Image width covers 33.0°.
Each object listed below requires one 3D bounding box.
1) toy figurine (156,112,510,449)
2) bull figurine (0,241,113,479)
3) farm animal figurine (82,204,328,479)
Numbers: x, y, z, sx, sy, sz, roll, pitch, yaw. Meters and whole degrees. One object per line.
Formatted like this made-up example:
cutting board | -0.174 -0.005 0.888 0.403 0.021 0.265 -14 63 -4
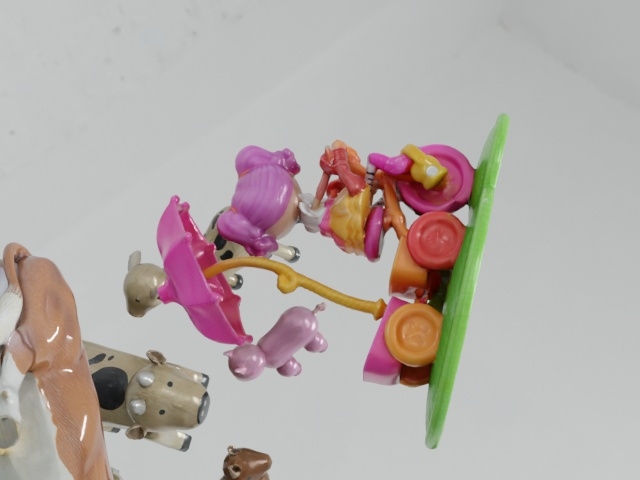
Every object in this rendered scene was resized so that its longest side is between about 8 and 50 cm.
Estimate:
toy figurine | 0.000 0.000 0.539 0.159 0.173 0.130 13 -18 7
bull figurine | -0.195 0.160 0.744 0.188 0.101 0.310 -66 143 -77
farm animal figurine | -0.165 0.132 1.095 0.326 0.330 0.172 -10 -23 23
